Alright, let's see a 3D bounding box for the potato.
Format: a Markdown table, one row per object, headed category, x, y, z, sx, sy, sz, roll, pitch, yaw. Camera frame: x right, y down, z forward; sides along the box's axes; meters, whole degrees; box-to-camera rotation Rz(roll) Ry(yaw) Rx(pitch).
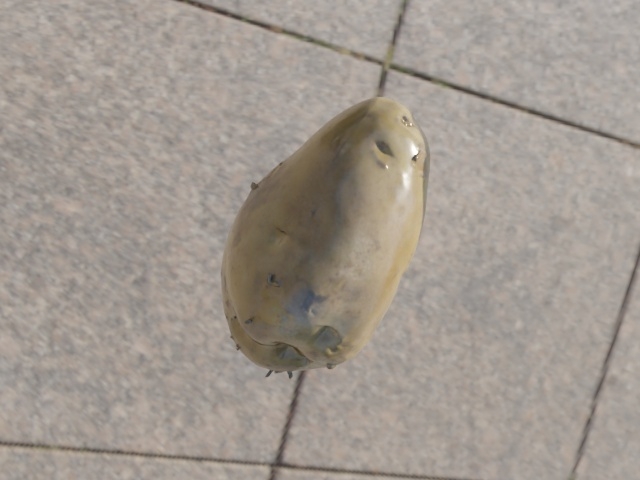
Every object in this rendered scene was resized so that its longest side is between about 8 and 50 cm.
| category | x | y | z | sx | sy | sz | roll | pitch | yaw |
| --- | --- | --- | --- | --- | --- | --- | --- | --- | --- |
| potato | 0.003 | 0.003 | 0.944 | 0.235 | 0.161 | 0.128 | -43 | 151 | 22 |
